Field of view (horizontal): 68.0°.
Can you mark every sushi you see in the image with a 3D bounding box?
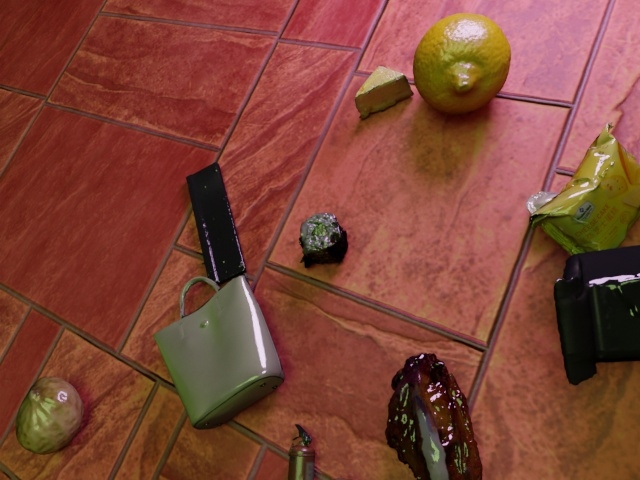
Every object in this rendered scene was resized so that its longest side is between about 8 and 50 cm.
[{"bbox_3d":[0.001,-0.001,0.961,0.098,0.084,0.094,-12,64,14],"label":"sushi"}]

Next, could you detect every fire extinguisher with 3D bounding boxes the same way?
[{"bbox_3d":[-0.037,0.419,0.836,0.062,0.050,0.177,-28,53,54],"label":"fire extinguisher"}]

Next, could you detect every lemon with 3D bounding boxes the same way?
[{"bbox_3d":[0.275,-0.348,0.934,0.186,0.187,0.244,-3,37,20],"label":"lemon"}]

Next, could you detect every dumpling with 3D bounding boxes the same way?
[{"bbox_3d":[0.404,-0.066,0.845,0.076,0.052,0.057,-39,74,7],"label":"dumpling"}]

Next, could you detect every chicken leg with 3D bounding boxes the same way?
[{"bbox_3d":[0.169,0.384,0.745,0.158,0.096,0.407,0,73,26],"label":"chicken leg"}]

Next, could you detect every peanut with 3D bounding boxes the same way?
[{"bbox_3d":[-0.588,0.382,1.032,0.140,0.109,0.159,15,88,36],"label":"peanut"}]

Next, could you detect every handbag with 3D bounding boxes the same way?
[{"bbox_3d":[-0.220,0.194,0.955,0.241,0.109,0.315,-34,63,4],"label":"handbag"}]

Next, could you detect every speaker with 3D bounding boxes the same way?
[{"bbox_3d":[0.519,0.091,0.644,0.388,0.184,0.180,-10,90,17],"label":"speaker"}]

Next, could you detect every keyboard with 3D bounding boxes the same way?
[{"bbox_3d":[-0.251,-0.044,1.112,0.101,0.018,0.310,-25,63,10],"label":"keyboard"}]

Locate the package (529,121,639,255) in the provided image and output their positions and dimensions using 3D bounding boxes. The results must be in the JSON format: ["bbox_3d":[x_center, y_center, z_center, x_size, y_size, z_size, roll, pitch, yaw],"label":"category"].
[{"bbox_3d":[0.462,-0.067,0.784,0.168,0.090,0.226,38,85,-10],"label":"package"}]

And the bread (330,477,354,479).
[{"bbox_3d":[0.050,0.454,0.781,0.082,0.060,0.113,0,72,22],"label":"bread"}]

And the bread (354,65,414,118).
[{"bbox_3d":[0.132,-0.313,1.028,0.080,0.084,0.109,36,85,30],"label":"bread"}]
